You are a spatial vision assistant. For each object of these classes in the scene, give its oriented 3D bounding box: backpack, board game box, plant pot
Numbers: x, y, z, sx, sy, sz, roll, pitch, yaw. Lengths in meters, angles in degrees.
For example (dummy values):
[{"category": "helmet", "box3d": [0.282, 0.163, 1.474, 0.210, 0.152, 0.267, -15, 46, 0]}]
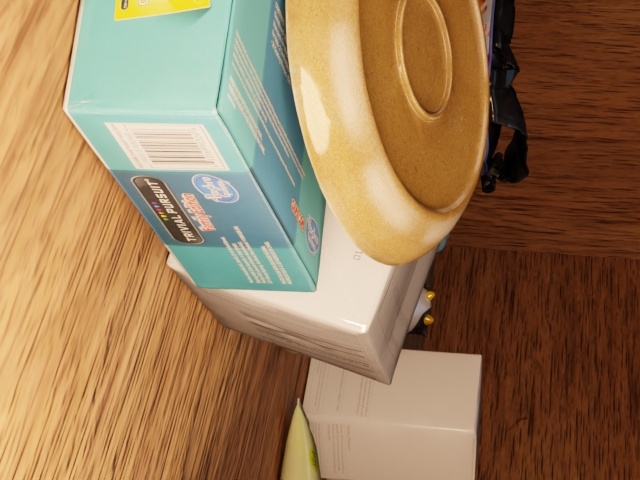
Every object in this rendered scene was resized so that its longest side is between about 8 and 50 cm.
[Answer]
[{"category": "backpack", "box3d": [0.144, -0.202, 2.179, 0.263, 0.213, 0.277, 117, -29, -86]}, {"category": "board game box", "box3d": [-0.045, -0.171, 1.017, 0.254, 0.079, 0.336, 64, 30, -67]}, {"category": "plant pot", "box3d": [0.048, -0.104, 1.046, 0.236, 0.032, 0.236, -5, 90, -65]}]

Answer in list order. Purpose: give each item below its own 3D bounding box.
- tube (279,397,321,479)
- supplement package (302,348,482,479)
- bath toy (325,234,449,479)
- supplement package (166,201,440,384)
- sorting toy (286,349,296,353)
[{"category": "tube", "box3d": [-0.019, 0.272, 1.712, 0.070, 0.062, 0.240, -25, -123, 50]}, {"category": "supplement package", "box3d": [0.075, 0.182, 1.923, 0.105, 0.179, 0.105, 87, 10, -45]}, {"category": "bath toy", "box3d": [0.080, 0.156, 2.183, 0.151, 0.129, 0.348, 41, 54, -82]}, {"category": "supplement package", "box3d": [0.000, 0.000, 1.241, 0.244, 0.134, 0.139, 68, 42, -76]}, {"category": "sorting toy", "box3d": [-0.018, -0.013, 1.646, 0.193, 0.038, 0.208, 64, 35, -77]}]
